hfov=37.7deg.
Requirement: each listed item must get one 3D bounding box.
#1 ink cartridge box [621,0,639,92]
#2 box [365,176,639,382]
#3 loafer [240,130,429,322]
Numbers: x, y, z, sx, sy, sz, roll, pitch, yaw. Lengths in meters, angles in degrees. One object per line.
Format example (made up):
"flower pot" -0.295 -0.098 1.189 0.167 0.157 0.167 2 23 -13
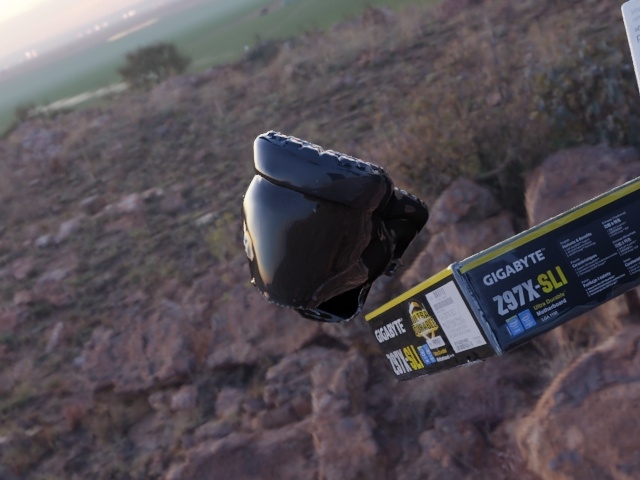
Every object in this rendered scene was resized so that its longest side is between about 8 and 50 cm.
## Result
"ink cartridge box" 0.453 -0.153 0.983 0.114 0.273 0.197 -5 -8 -35
"box" 0.219 0.014 0.793 0.322 0.079 0.257 -24 -9 -15
"loafer" 0.000 0.000 0.475 0.080 0.078 0.220 21 1 14
